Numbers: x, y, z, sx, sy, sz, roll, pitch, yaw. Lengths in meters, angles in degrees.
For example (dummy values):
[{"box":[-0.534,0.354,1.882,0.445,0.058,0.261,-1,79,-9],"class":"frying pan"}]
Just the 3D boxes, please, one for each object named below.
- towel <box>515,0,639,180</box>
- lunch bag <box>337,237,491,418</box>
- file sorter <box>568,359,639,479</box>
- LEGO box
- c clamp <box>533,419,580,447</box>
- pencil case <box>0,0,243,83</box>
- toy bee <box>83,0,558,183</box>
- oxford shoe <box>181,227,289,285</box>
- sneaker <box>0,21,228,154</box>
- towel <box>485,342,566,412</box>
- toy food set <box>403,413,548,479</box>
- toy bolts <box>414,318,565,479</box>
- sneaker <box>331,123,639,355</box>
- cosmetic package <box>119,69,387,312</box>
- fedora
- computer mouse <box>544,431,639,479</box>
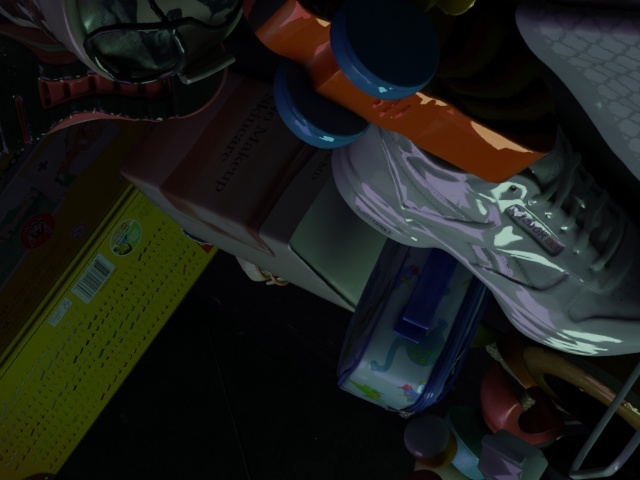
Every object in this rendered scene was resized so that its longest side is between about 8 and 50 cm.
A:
[{"box":[0.296,-0.019,0.816,0.317,0.053,0.332,23,165,47],"class":"towel"},{"box":[0.091,0.036,1.228,0.090,0.219,0.176,24,166,-1],"class":"lunch bag"},{"box":[0.370,0.193,1.191,0.278,0.173,0.193,34,170,4],"class":"file sorter"},{"box":[-0.373,0.019,1.841,0.372,0.500,0.193,27,167,38],"class":"LEGO box"},{"box":[0.257,0.244,1.589,0.160,0.137,0.022,-101,13,-53],"class":"c clamp"},{"box":[-0.229,-0.238,1.176,0.410,0.160,0.183,25,154,44],"class":"pencil case"},{"box":[0.022,-0.151,0.919,0.195,0.162,0.298,-16,150,36],"class":"toy bee"},{"box":[0.000,0.000,1.557,0.397,0.146,0.140,22,162,51],"class":"oxford shoe"},{"box":[-0.243,-0.156,1.376,0.314,0.116,0.136,-4,-160,-4],"class":"sneaker"},{"box":[0.269,0.168,1.796,0.148,0.027,0.110,42,169,-37],"class":"towel"},{"box":[0.147,0.209,1.175,0.232,0.111,0.104,29,166,29],"class":"toy food set"},{"box":[0.162,0.179,1.593,0.218,0.158,0.228,35,-159,-31],"class":"toy bolts"},{"box":[0.157,-0.017,1.079,0.305,0.114,0.152,28,148,-4],"class":"sneaker"},{"box":[-0.044,-0.059,1.432,0.296,0.153,0.129,21,164,48],"class":"cosmetic package"},{"box":[0.293,0.143,1.464,0.194,0.079,0.194,35,169,8],"class":"fedora"},{"box":[0.344,0.255,1.532,0.184,0.060,0.262,27,-160,28],"class":"computer mouse"}]
